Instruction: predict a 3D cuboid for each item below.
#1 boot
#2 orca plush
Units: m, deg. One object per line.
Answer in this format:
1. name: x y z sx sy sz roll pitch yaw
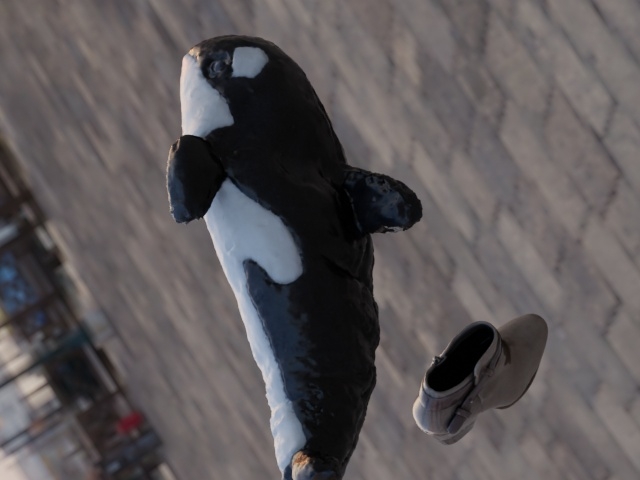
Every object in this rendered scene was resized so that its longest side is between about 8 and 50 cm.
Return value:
1. boot: 0.098 0.072 1.068 0.042 0.118 0.087 31 157 21
2. orca plush: 0.000 0.000 0.932 0.151 0.102 0.287 45 -152 -42
